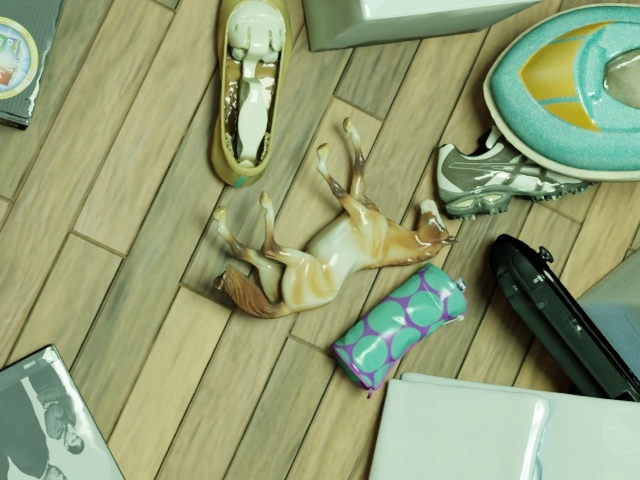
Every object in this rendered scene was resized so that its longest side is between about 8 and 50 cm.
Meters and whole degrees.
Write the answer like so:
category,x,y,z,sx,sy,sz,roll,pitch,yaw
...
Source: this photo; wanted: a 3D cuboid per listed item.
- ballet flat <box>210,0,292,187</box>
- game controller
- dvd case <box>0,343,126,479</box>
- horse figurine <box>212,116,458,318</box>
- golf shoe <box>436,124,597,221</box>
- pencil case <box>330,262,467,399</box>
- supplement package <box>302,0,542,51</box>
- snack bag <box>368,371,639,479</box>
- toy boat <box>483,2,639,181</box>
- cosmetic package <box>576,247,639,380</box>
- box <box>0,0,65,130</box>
category,x,y,z,sx,sy,sz,roll,pitch,yaw
ballet flat,-0.065,-0.170,1.522,0.080,0.073,0.232,3,87,-13
game controller,0.287,0.123,1.556,0.067,0.166,0.319,-38,97,9
dvd case,-0.288,0.247,1.471,0.179,0.029,0.239,-28,95,-14
horse figurine,0.000,0.000,1.529,0.263,0.066,0.174,-37,114,-21
golf shoe,0.217,-0.082,1.592,0.198,0.077,0.094,-12,91,-16
pencil case,0.084,0.091,1.556,0.151,0.064,0.070,-39,84,-12
supplement package,0.086,-0.343,1.503,0.198,0.199,0.263,-9,90,-15
snack bag,0.190,0.296,1.453,0.342,0.037,0.323,5,70,29
toy boat,0.297,-0.217,1.518,0.267,0.148,0.318,0,75,18
cosmetic package,0.396,0.081,1.577,0.151,0.183,0.151,-37,97,-13
box,-0.353,-0.266,1.458,0.216,0.060,0.270,17,84,-13
